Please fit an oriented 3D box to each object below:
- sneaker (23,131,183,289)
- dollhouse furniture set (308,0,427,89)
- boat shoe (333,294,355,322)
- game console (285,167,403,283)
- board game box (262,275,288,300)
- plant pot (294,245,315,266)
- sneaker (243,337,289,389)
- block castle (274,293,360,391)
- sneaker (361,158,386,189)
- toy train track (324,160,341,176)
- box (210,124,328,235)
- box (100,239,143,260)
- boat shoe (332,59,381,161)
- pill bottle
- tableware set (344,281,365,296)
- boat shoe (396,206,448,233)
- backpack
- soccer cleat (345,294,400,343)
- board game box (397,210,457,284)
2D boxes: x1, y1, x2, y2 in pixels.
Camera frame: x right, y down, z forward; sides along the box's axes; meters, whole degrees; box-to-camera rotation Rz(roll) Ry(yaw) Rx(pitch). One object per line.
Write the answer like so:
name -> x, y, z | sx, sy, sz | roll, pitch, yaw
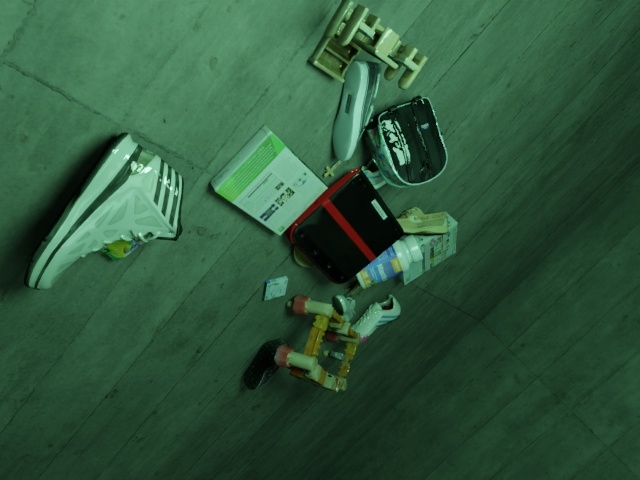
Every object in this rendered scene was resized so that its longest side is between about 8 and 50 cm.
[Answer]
sneaker -> -0.498, -0.012, 1.087 | 0.257, 0.169, 0.447 | 36, 100, -28
dollhouse furniture set -> 0.094, -0.463, 1.106 | 0.212, 0.242, 0.161 | 20, 114, -36
boat shoe -> 0.116, 0.292, 2.005 | 0.081, 0.079, 0.227 | -38, 148, -13
game console -> 0.093, -0.033, 1.600 | 0.342, 0.060, 0.386 | -41, 131, 3
board game box -> -0.173, 0.183, 1.707 | 0.090, 0.020, 0.090 | -11, 133, -30
plant pot -> 0.000, 0.000, 1.659 | 0.236, 0.032, 0.236 | -21, 137, -21
sneaker -> -0.221, 0.529, 1.964 | 0.283, 0.107, 0.124 | -51, 157, 17
block castle -> -0.016, 0.446, 1.882 | 0.453, 0.212, 0.303 | 52, 51, -54
sneaker -> 0.243, -0.272, 1.546 | 0.228, 0.087, 0.092 | -37, 139, -6
toy train track -> 0.041, -0.244, 1.472 | 0.083, 0.014, 0.048 | -44, 134, -3
box -> -0.146, -0.171, 1.361 | 0.232, 0.058, 0.322 | -44, 142, 6
box -> -0.521, -0.027, 1.211 | 0.179, 0.043, 0.105 | -39, 142, -4
boat shoe -> 0.114, -0.380, 1.331 | 0.102, 0.108, 0.301 | -10, 126, -29
pill bottle -> 0.267, 0.079, 1.802 | 0.272, 0.152, 0.152 | -23, 141, 5
tableware set -> 0.194, 0.171, 1.975 | 0.194, 0.039, 0.128 | -50, 152, 22
boat shoe -> 0.373, -0.079, 1.827 | 0.341, 0.121, 0.110 | 1, 86, -27
backpack -> 0.273, -0.296, 1.415 | 0.225, 0.254, 0.191 | -25, -176, -18
soccer cleat -> 0.242, 0.379, 2.172 | 0.331, 0.116, 0.143 | -30, 125, -14
board game box -> 0.470, 0.036, 2.016 | 0.303, 0.097, 0.224 | -29, 141, -10
